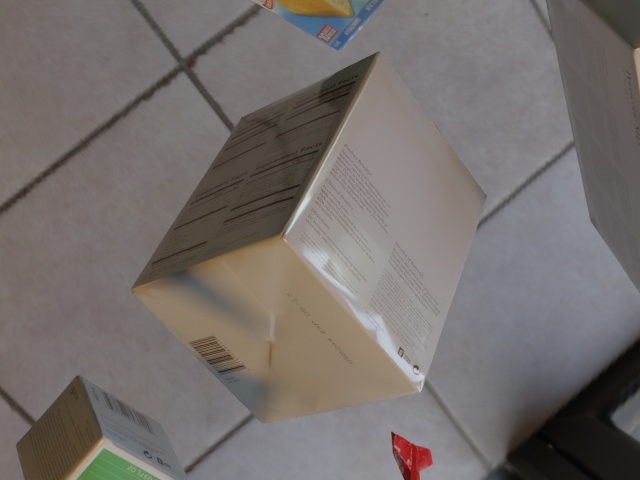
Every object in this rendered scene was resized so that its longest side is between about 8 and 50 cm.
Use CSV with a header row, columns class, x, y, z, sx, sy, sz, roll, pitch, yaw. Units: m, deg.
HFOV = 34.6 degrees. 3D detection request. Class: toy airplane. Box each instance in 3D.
class,x,y,z,sx,sy,sz,roll,pitch,yaw
toy airplane,0.086,0.245,0.950,0.028,0.151,0.151,-25,116,29

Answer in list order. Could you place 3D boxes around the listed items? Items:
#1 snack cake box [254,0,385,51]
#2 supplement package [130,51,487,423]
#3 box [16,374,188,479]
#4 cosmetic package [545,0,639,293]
class,x,y,z,sx,sy,sz,roll,pitch,yaw
snack cake box,0.008,-0.305,1.052,0.152,0.264,0.089,27,77,-10
supplement package,0.000,0.000,0.978,0.199,0.198,0.262,49,44,-24
box,-0.185,0.190,0.865,0.087,0.102,0.101,-48,124,3
cosmetic package,0.355,-0.109,1.124,0.097,0.284,0.377,-18,123,5
